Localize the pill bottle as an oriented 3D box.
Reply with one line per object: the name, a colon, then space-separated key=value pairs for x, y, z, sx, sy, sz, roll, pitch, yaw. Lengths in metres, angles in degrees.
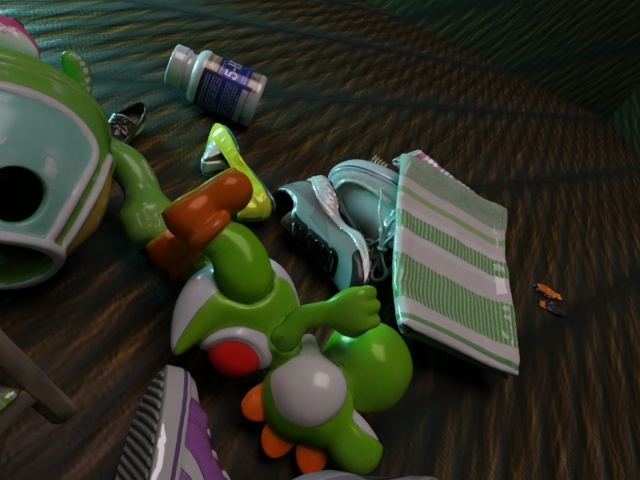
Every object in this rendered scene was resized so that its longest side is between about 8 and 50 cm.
pill bottle: x=-0.213 y=-0.320 z=1.024 sx=0.186 sy=0.112 sz=0.112 roll=21 pitch=37 yaw=-13

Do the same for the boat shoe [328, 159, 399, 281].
boat shoe: x=0.135 y=0.013 z=0.875 sx=0.367 sy=0.136 sz=0.156 roll=45 pitch=41 yaw=3

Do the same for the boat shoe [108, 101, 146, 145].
boat shoe: x=-0.334 y=-0.189 z=0.834 sx=0.056 sy=0.049 sz=0.152 roll=22 pitch=37 yaw=-12

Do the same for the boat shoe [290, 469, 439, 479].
boat shoe: x=0.020 y=0.259 z=0.436 sx=0.302 sy=0.094 sz=0.109 roll=31 pitch=50 yaw=-50

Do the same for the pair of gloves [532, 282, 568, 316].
pair of gloves: x=0.495 y=0.127 z=1.078 sx=0.074 sy=0.010 sz=0.083 roll=25 pitch=37 yaw=-9

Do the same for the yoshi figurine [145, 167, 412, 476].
yoshi figurine: x=-0.026 y=0.091 z=0.593 sx=0.362 sy=0.203 sz=0.203 roll=54 pitch=12 yaw=0

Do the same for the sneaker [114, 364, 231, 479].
sneaker: x=-0.099 y=0.254 z=0.451 sx=0.161 sy=0.102 sz=0.282 roll=20 pitch=40 yaw=-31

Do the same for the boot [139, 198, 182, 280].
boot: x=-0.188 y=0.001 z=0.716 sx=0.099 sy=0.045 sz=0.121 roll=25 pitch=43 yaw=-4

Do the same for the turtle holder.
turtle holder: x=-0.343 y=-0.062 z=0.562 sx=0.320 sy=0.243 sz=0.227 roll=49 pitch=21 yaw=-64

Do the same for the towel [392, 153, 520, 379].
towel: x=0.221 y=0.032 z=0.809 sx=0.248 sy=0.038 sz=0.325 roll=25 pitch=54 yaw=-21

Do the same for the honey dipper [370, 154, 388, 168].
honey dipper: x=0.183 y=-0.137 z=1.161 sx=0.160 sy=0.030 sz=0.030 roll=40 pitch=37 yaw=5

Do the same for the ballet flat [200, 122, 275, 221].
ballet flat: x=-0.160 y=-0.119 z=0.862 sx=0.077 sy=0.077 sz=0.231 roll=-19 pitch=59 yaw=-27

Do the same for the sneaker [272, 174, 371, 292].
sneaker: x=0.000 y=0.000 z=0.822 sx=0.108 sy=0.100 sz=0.271 roll=-9 pitch=47 yaw=-23

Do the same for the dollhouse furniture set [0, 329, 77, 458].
dollhouse furniture set: x=-0.413 y=0.056 z=0.218 sx=0.394 sy=0.256 sz=0.362 roll=32 pitch=58 yaw=22

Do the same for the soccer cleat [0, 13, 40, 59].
soccer cleat: x=-0.612 y=-0.318 z=0.760 sx=0.331 sy=0.116 sz=0.143 roll=22 pitch=53 yaw=-8

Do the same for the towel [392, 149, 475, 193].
towel: x=0.288 y=-0.160 z=1.258 sx=0.197 sy=0.029 sz=0.144 roll=42 pitch=37 yaw=15
